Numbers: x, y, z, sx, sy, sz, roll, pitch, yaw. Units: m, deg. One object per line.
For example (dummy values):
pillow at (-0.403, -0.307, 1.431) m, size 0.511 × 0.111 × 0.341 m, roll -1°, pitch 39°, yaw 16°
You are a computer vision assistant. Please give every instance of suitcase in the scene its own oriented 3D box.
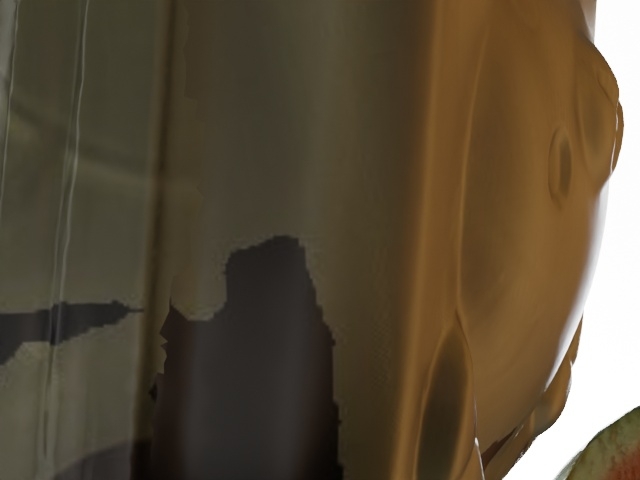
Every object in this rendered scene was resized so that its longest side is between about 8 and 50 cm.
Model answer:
suitcase at (0.000, 0.000, 0.539) m, size 0.193 × 0.339 × 0.351 m, roll 7°, pitch -175°, yaw 17°

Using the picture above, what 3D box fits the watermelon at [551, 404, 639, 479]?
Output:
watermelon at (0.150, 0.190, 0.889) m, size 0.231 × 0.146 × 0.128 m, roll -28°, pitch -103°, yaw -35°
